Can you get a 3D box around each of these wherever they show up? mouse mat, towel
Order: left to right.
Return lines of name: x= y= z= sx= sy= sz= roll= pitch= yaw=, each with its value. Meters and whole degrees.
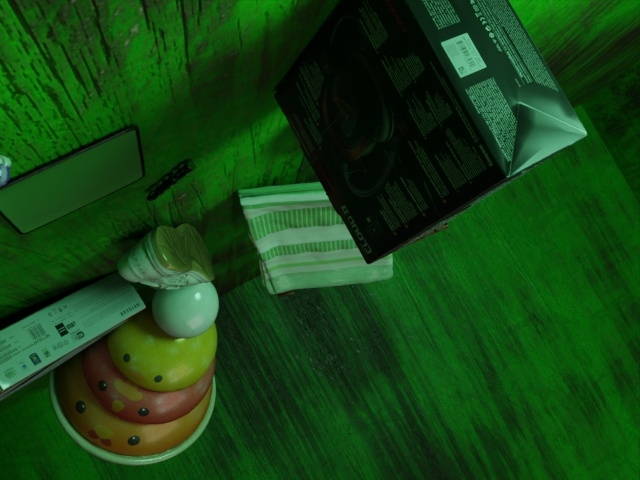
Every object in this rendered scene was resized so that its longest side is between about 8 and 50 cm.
mouse mat: x=-0.249 y=-0.056 z=0.829 sx=0.152 sy=0.007 sz=0.189 roll=-28 pitch=176 yaw=-14
towel: x=0.000 y=0.000 z=1.423 sx=0.247 sy=0.038 sz=0.325 roll=-6 pitch=149 yaw=3

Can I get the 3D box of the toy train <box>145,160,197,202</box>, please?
toy train: x=-0.182 y=-0.072 z=0.999 sx=0.083 sy=0.017 sz=0.023 roll=-32 pitch=-175 yaw=33

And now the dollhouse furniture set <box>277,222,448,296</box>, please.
dollhouse furniture set: x=0.045 y=-0.045 z=1.595 sx=0.374 sy=0.201 sz=0.152 roll=-23 pitch=177 yaw=13

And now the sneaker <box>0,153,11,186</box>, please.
sneaker: x=-0.300 y=-0.011 z=0.615 sx=0.169 sy=0.071 sz=0.068 roll=-30 pitch=175 yaw=5

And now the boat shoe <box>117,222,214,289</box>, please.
boat shoe: x=-0.244 y=0.031 z=1.300 sx=0.096 sy=0.098 sz=0.277 roll=-24 pitch=171 yaw=7

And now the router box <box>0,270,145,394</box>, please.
router box: x=-0.501 y=0.197 z=1.367 sx=0.301 sy=0.082 sz=0.335 roll=-32 pitch=-179 yaw=32

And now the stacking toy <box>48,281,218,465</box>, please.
stacking toy: x=-0.317 y=0.197 z=1.580 sx=0.350 sy=0.351 sz=0.480 roll=-25 pitch=161 yaw=-37

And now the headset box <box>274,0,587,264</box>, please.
headset box: x=0.082 y=-0.119 z=0.811 sx=0.110 sy=0.218 sz=0.293 roll=-26 pitch=174 yaw=-29
